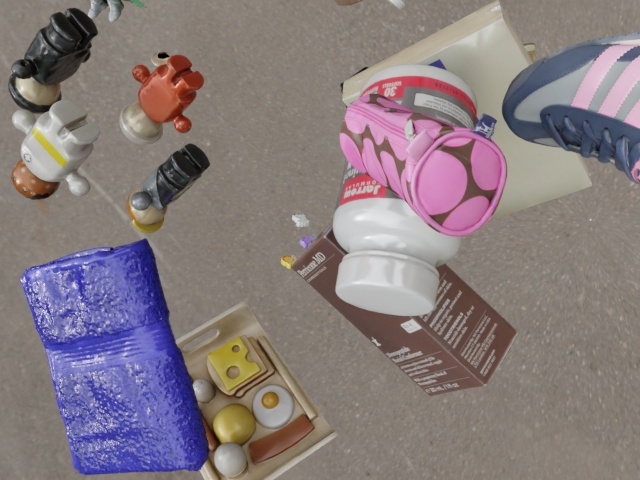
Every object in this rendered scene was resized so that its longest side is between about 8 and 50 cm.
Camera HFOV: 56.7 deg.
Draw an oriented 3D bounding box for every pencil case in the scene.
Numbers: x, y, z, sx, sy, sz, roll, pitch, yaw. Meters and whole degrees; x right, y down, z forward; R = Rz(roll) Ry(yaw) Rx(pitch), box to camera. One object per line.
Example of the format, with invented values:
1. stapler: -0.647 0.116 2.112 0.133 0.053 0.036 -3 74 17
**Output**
1. pencil case: 0.080 -0.082 0.539 0.098 0.209 0.095 27 99 -23

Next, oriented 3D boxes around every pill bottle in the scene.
1. pill bottle: 0.114 -0.066 0.821 0.176 0.176 0.318 2 67 24

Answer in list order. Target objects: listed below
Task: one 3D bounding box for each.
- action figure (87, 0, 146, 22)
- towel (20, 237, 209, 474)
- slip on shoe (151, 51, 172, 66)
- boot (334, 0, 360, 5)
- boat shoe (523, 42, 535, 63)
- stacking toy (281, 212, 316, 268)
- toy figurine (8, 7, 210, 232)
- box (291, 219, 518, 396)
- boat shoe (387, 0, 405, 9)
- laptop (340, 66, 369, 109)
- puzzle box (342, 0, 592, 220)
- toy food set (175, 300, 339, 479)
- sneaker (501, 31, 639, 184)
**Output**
1. action figure: -0.333 -0.376 0.730 0.137 0.232 0.063 16 67 32
2. towel: -0.281 0.164 0.784 0.228 0.076 0.308 -13 96 30
3. slip on shoe: -0.417 -0.482 1.571 0.135 0.051 0.041 48 157 47
4. boot: 0.112 -0.319 0.450 0.305 0.112 0.115 -36 120 3
5. boat shoe: 0.488 -0.474 1.562 0.190 0.068 0.072 -11 100 -15
6. stacking toy: 0.000 0.000 1.779 0.052 0.221 0.167 55 139 48
7. toy figurine: -0.247 -0.128 0.687 0.148 0.213 0.209 -33 58 38
8. box: 0.148 0.107 1.096 0.381 0.143 0.191 44 152 -1
9. boat shoe: 0.137 -0.607 1.325 0.081 0.079 0.227 -44 57 23
10. laptop: 0.160 -0.384 1.806 0.137 0.264 0.234 -15 92 25
11. puzzle box: 0.261 -0.179 1.008 0.272 0.409 0.052 -20 47 31
12. toy food set: -0.143 0.268 1.003 0.220 0.092 0.306 -31 59 -15
13. sneaker: 0.267 -0.094 0.494 0.319 0.112 0.131 8 66 59
